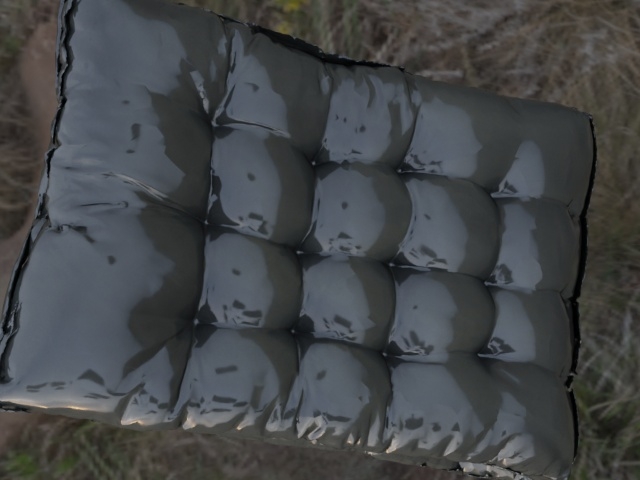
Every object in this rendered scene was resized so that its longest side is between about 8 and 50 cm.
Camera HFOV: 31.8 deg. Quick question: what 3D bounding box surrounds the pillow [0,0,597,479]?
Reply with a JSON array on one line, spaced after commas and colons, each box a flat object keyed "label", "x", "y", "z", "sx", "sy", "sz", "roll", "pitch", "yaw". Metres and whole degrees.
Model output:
[{"label": "pillow", "x": 0.000, "y": 0.000, "z": 0.605, "sx": 0.101, "sy": 0.326, "sz": 0.228, "roll": 151, "pitch": 128, "yaw": -70}]
